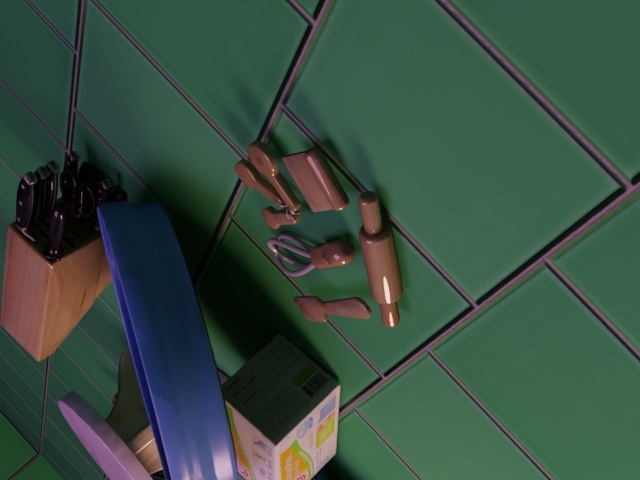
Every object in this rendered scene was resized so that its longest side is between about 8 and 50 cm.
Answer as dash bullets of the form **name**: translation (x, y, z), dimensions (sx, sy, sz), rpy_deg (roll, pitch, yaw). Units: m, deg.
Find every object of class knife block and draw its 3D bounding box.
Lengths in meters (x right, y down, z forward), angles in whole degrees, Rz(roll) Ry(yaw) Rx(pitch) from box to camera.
- **knife block**: translation (-0.361, 0.021, 1.337), dimensions (0.088, 0.276, 0.242), rpy_deg (40, -178, 18)

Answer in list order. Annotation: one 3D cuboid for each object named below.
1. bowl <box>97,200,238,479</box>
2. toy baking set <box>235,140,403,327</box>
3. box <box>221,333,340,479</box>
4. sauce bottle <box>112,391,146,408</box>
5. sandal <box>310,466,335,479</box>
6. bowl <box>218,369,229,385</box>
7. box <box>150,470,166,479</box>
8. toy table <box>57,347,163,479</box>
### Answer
- **bowl**: translation (-0.180, 0.139, 1.212), dimensions (0.391, 0.077, 0.391), rpy_deg (165, 90, -77)
- **toy baking set**: translation (0.004, 0.002, 0.981), dimensions (0.196, 0.030, 0.256), rpy_deg (28, 147, 41)
- **box**: translation (-0.051, 0.229, 1.269), dimensions (0.103, 0.114, 0.203), rpy_deg (38, 153, 23)
- **sauce bottle**: translation (-0.343, 0.320, 1.924), dimensions (0.128, 0.042, 0.042), rpy_deg (16, 139, 45)
- **sandal**: translation (0.060, 0.410, 1.366), dimensions (0.138, 0.126, 0.317), rpy_deg (-39, 86, 33)
- **bowl**: translation (-0.137, 0.263, 1.516), dimensions (0.142, 0.053, 0.142), rpy_deg (36, 149, 24)
- **box**: translation (-0.277, 0.595, 2.068), dimensions (0.295, 0.073, 0.293), rpy_deg (-14, 98, 60)
- **toy table**: translation (-0.295, 0.328, 1.724), dimensions (0.274, 0.161, 0.252), rpy_deg (56, 153, -13)
